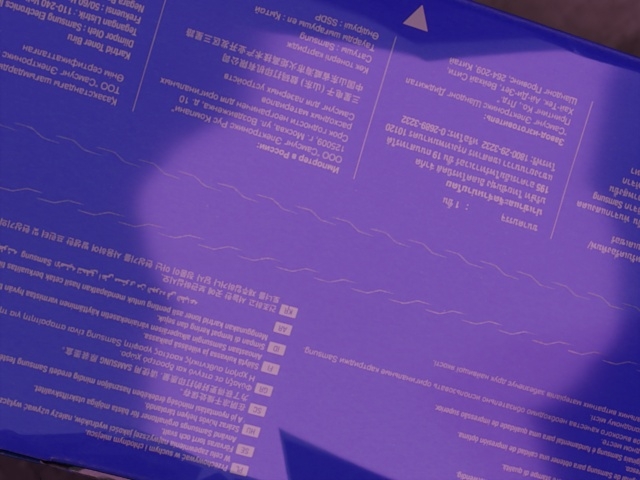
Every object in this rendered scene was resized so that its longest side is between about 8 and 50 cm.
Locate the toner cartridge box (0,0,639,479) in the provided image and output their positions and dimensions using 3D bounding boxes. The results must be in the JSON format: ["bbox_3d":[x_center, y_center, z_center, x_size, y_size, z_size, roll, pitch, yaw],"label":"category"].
[{"bbox_3d":[0.000,0.000,0.477,0.347,0.075,0.165,17,94,-13],"label":"toner cartridge box"}]
